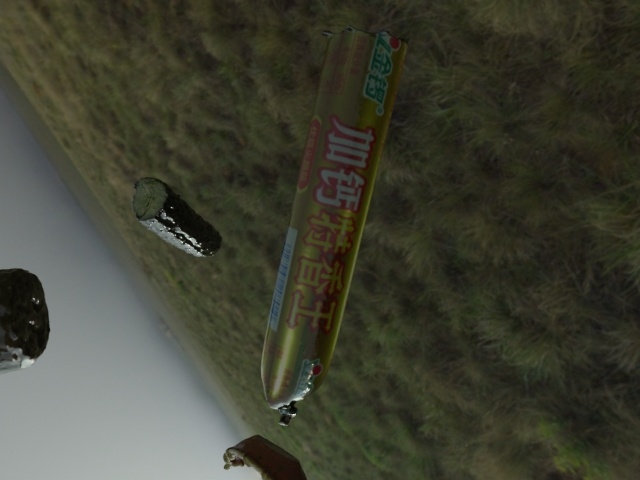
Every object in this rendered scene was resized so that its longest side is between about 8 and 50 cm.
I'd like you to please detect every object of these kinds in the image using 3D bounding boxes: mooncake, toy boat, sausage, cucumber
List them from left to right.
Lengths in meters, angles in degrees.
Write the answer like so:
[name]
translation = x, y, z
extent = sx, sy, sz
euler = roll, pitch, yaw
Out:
[mooncake]
translation = -0.660, 0.170, 1.050
extent = 0.228, 0.124, 0.228
euler = 170, 90, -80
[cucumber]
translation = -0.239, -0.019, 0.896
extent = 0.303, 0.072, 0.081
euler = 62, -175, -70
[toy boat]
translation = -0.106, 0.469, 1.019
extent = 0.141, 0.099, 0.318
euler = 33, 159, -29
[sausage]
translation = 0.000, 0.000, 0.461
extent = 0.082, 0.082, 0.371
euler = 23, 103, 57
